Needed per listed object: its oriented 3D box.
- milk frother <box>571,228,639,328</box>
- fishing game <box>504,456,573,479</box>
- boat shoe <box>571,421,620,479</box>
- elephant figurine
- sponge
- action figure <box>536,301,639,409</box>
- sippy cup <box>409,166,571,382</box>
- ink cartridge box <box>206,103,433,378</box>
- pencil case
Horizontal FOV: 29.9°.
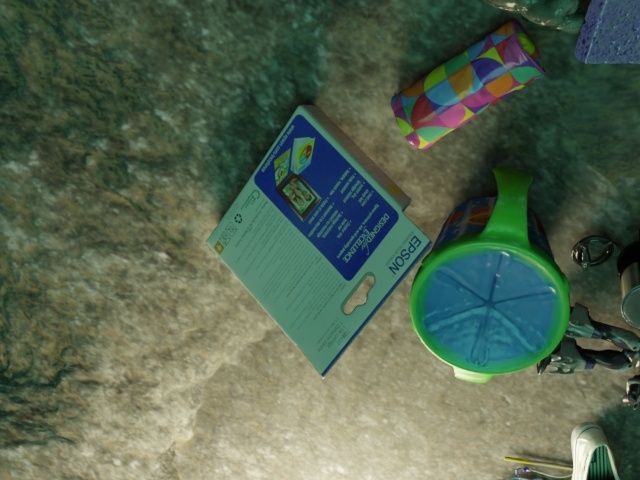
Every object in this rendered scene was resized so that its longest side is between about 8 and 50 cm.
[{"bbox_3d":[0.466,0.057,1.843,0.143,0.135,0.129,-16,114,18],"label":"milk frother"},{"bbox_3d":[0.371,0.506,2.164,0.189,0.041,0.264,4,110,7],"label":"fishing game"},{"bbox_3d":[0.475,0.424,2.066,0.083,0.076,0.226,-19,114,-2],"label":"boat shoe"},{"bbox_3d":[0.326,-0.416,1.617,0.169,0.186,0.239,37,116,40],"label":"elephant figurine"},{"bbox_3d":[0.451,-0.299,1.642,0.210,0.031,0.117,-4,125,-29],"label":"sponge"},{"bbox_3d":[0.497,0.183,1.930,0.285,0.099,0.185,11,115,1],"label":"action figure"},{"bbox_3d":[0.260,0.049,1.824,0.240,0.224,0.305,42,117,-13],"label":"sippy cup"},{"bbox_3d":[0.000,0.000,1.859,0.307,0.072,0.303,47,119,17],"label":"ink cartridge box"},{"bbox_3d":[0.214,-0.226,1.758,0.236,0.104,0.104,-30,109,26],"label":"pencil case"}]
